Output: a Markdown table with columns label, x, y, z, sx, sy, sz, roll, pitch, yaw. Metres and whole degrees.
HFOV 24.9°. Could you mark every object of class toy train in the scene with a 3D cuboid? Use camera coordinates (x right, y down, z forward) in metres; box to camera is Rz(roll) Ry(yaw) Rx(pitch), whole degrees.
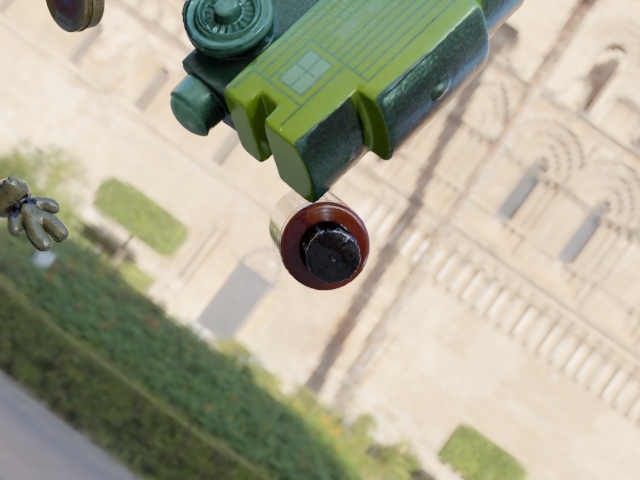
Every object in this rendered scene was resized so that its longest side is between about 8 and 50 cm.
| label | x | y | z | sx | sy | sz | roll | pitch | yaw |
| --- | --- | --- | --- | --- | --- | --- | --- | --- | --- |
| toy train | 0.042 | -0.245 | 1.656 | 0.272 | 0.442 | 0.179 | 39 | -16 | 24 |

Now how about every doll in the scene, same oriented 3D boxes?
| label | x | y | z | sx | sy | sz | roll | pitch | yaw |
| --- | --- | --- | --- | --- | --- | --- | --- | --- | --- |
| doll | -0.294 | -0.026 | 1.458 | 0.093 | 0.061 | 0.051 | 51 | -34 | 7 |

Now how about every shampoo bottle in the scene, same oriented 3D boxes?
| label | x | y | z | sx | sy | sz | roll | pitch | yaw |
| --- | --- | --- | --- | --- | --- | --- | --- | --- | --- |
| shampoo bottle | 0.000 | 0.000 | 1.692 | 0.104 | 0.104 | 0.278 | 38 | 2 | -10 |

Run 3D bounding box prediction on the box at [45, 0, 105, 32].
| label | x | y | z | sx | sy | sz | roll | pitch | yaw |
| --- | --- | --- | --- | --- | --- | --- | --- | --- | --- |
| box | -0.348 | -0.347 | 2.048 | 0.106 | 0.037 | 0.105 | 23 | -57 | 41 |
